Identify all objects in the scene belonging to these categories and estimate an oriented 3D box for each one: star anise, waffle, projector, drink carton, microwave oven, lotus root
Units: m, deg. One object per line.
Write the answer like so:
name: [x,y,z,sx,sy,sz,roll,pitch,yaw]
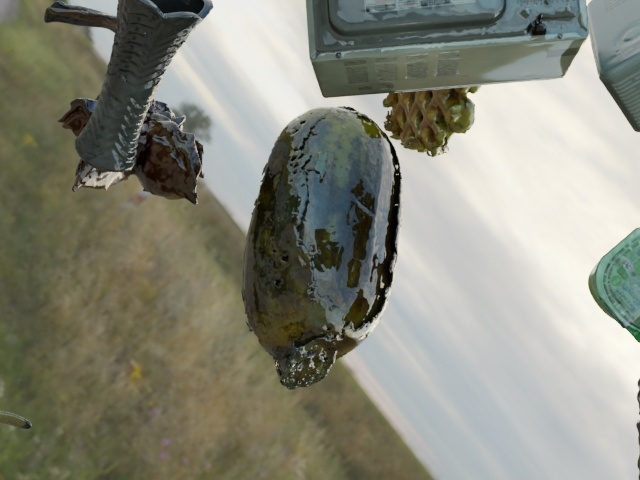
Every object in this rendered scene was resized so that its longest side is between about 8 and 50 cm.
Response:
star anise: [-0.272,-0.173,1.598,0.148,0.237,0.346,-38,-100,42]
waffle: [0.191,-0.292,2.016,0.325,0.068,0.302,-171,-94,-68]
projector: [0.386,-0.218,1.104,0.099,0.257,0.192,50,25,-24]
drink carton: [0.465,0.062,1.743,0.144,0.146,0.142,50,-2,1]
microwave oven: [0.109,-0.223,1.085,0.194,0.240,0.145,62,25,-80]
lotus root: [0.000,0.000,1.537,0.196,0.397,0.179,23,-31,-27]

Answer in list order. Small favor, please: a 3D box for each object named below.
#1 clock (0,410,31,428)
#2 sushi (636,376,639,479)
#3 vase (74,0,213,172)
clock: [-0.489,0.250,1.514,0.232,0.170,0.069,2,58,-52]
sushi: [0.547,0.283,1.490,0.299,0.294,0.281,27,-34,-13]
vase: [-0.220,-0.193,1.390,0.115,0.237,0.115,20,32,-13]
